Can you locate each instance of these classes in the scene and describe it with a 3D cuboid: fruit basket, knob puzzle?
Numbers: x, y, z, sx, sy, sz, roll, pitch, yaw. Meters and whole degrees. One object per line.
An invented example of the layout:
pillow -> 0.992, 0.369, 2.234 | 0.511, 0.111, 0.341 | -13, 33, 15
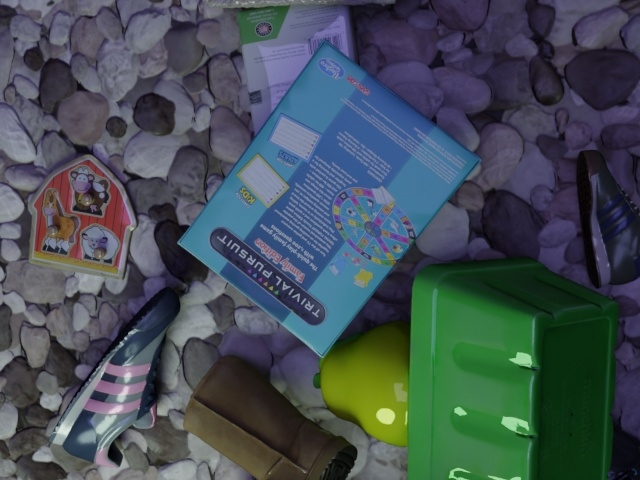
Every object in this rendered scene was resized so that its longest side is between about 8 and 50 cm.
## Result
fruit basket -> 0.186, 0.206, 0.998 | 0.392, 0.282, 0.392 | 6, 97, 55
knob puzzle -> -0.389, -0.043, 1.174 | 0.213, 0.030, 0.213 | 1, 94, 12

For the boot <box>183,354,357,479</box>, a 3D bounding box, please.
boot -> -0.105, 0.319, 1.033 | 0.269, 0.089, 0.236 | 24, 68, 38

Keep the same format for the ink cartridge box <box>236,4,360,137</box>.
ink cartridge box -> -0.021, -0.228, 1.054 | 0.160, 0.092, 0.220 | -7, 93, 10

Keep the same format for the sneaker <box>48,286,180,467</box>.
sneaker -> -0.291, 0.220, 1.147 | 0.131, 0.112, 0.319 | 35, 103, -10

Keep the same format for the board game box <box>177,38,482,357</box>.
board game box -> 0.009, -0.054, 0.979 | 0.253, 0.079, 0.336 | 38, 102, 3

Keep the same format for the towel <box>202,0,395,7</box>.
towel -> -0.018, -0.397, 1.013 | 0.282, 0.049, 0.187 | 1, 53, 11

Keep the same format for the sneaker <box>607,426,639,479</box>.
sneaker -> 0.445, 0.362, 0.997 | 0.101, 0.106, 0.267 | -43, 84, 12

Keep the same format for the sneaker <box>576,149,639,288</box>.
sneaker -> 0.410, -0.033, 1.001 | 0.086, 0.064, 0.192 | -7, 93, 4
